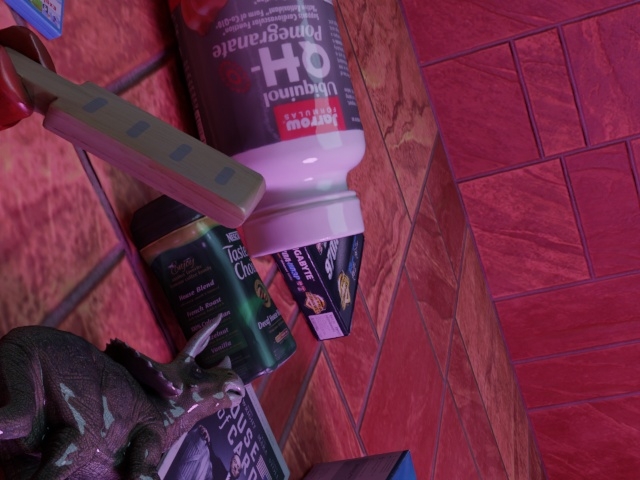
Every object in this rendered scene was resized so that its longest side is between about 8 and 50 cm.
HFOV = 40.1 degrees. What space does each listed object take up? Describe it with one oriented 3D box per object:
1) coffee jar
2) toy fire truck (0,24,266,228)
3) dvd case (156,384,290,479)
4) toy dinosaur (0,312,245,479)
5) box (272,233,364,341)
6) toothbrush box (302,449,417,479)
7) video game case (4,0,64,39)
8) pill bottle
[{"bbox_3d":[-0.097,0.040,0.795,0.184,0.079,0.096,63,19,-2],"label":"coffee jar"},{"bbox_3d":[-0.173,-0.016,0.398,0.217,0.246,0.158,-83,152,-47],"label":"toy fire truck"},{"bbox_3d":[-0.095,0.224,0.798,0.238,0.029,0.179,-65,138,-61],"label":"dvd case"},{"bbox_3d":[-0.167,0.120,0.580,0.313,0.121,0.160,29,38,-59],"label":"toy dinosaur"},{"bbox_3d":[0.000,0.000,1.190,0.220,0.051,0.175,-76,147,-53],"label":"box"},{"bbox_3d":[0.053,0.408,0.946,0.216,0.126,0.295,-18,95,-71],"label":"toothbrush box"},{"bbox_3d":[-0.249,-0.264,0.715,0.119,0.015,0.166,45,36,-58],"label":"video game case"},{"bbox_3d":[-0.050,-0.149,0.953,0.176,0.176,0.318,-12,88,-71],"label":"pill bottle"}]
